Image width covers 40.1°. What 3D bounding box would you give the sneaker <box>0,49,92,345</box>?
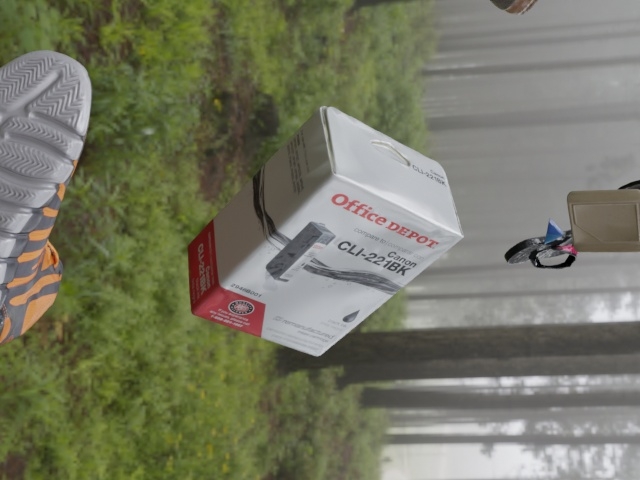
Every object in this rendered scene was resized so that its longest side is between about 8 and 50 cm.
[{"bbox_3d":[-0.315,-0.032,0.900,0.180,0.124,0.321,79,37,-87],"label":"sneaker"}]

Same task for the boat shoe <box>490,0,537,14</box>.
[{"bbox_3d":[0.270,-0.360,0.904,0.324,0.116,0.123,-63,-169,-18],"label":"boat shoe"}]

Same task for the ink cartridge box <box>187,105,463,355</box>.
[{"bbox_3d":[0.000,0.000,1.026,0.197,0.273,0.114,23,39,-32],"label":"ink cartridge box"}]

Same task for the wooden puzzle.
[{"bbox_3d":[0.272,-0.019,0.828,0.014,0.116,0.078,-67,154,-44],"label":"wooden puzzle"}]

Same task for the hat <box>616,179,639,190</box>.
[{"bbox_3d":[0.553,0.034,1.203,0.331,0.331,0.134,65,41,-69],"label":"hat"}]

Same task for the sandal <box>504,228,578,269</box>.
[{"bbox_3d":[0.313,0.019,1.177,0.179,0.067,0.040,-9,61,-43],"label":"sandal"}]
